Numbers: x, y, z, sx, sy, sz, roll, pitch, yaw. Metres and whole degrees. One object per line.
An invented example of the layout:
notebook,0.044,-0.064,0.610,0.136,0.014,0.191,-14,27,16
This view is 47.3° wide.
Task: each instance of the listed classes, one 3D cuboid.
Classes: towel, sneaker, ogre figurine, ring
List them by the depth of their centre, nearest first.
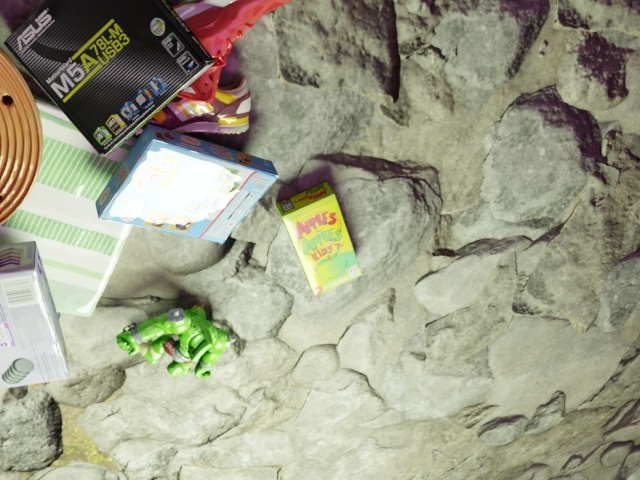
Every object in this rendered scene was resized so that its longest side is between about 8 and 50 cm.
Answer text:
ring,-0.519,-0.142,0.906,0.336,0.032,0.337,-4,121,-6
sneaker,-0.126,-0.252,0.948,0.221,0.087,0.128,-17,103,6
sneaker,-0.188,-0.192,1.008,0.185,0.069,0.084,-7,116,-24
towel,-0.390,-0.039,1.048,0.247,0.038,0.325,17,115,-30
ogre figurine,-0.227,0.171,1.219,0.118,0.097,0.197,-36,117,20

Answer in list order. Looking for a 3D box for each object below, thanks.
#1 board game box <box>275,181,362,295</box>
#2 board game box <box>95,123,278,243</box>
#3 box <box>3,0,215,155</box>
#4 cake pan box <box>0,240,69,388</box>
board game box,0.000,0.000,1.218,0.092,0.043,0.181,-24,128,-4
board game box,-0.190,-0.074,1.051,0.211,0.039,0.160,12,132,-43
box,-0.259,-0.232,0.898,0.190,0.045,0.184,-36,102,16
cake pan box,-0.515,0.121,1.060,0.245,0.070,0.267,-10,135,-13
